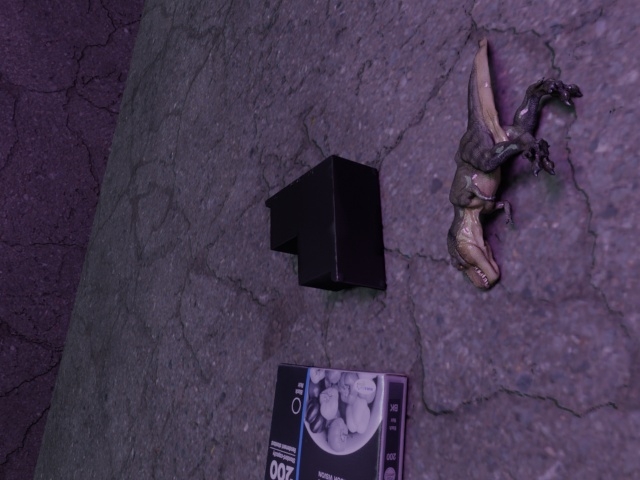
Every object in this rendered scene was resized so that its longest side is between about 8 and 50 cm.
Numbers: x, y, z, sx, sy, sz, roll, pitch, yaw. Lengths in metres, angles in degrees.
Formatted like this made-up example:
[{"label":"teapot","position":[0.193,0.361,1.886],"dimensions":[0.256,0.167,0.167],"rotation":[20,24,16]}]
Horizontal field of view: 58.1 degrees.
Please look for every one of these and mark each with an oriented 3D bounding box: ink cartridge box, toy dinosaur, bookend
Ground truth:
[{"label":"ink cartridge box","position":[0.009,0.248,0.646],"dimensions":[0.206,0.045,0.208],"rotation":[-12,70,52]},{"label":"toy dinosaur","position":[0.168,-0.093,0.529],"dimensions":[0.118,0.064,0.267],"rotation":[-14,64,60]},{"label":"bookend","position":[0.000,0.000,0.721],"dimensions":[0.156,0.072,0.157],"rotation":[-28,57,49]}]
